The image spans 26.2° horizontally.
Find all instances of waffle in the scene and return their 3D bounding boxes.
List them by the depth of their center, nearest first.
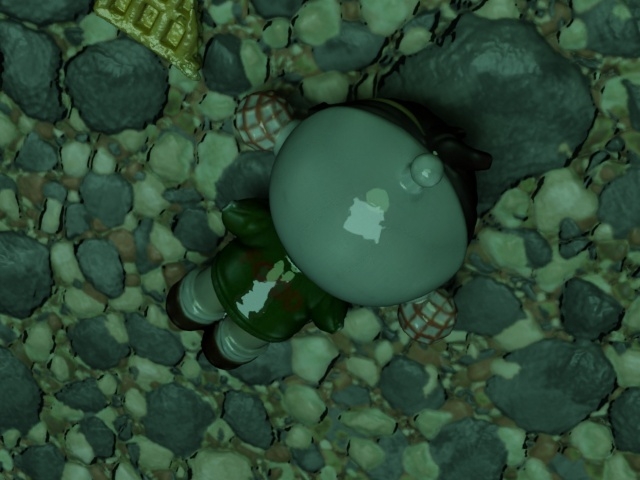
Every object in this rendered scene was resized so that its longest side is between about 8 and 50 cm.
[{"bbox_3d":[-0.114,-0.248,1.210,0.125,0.032,0.191,35,121,-1],"label":"waffle"}]

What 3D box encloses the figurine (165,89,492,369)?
[{"bbox_3d":[0.000,0.000,1.229,0.281,0.167,0.370,50,130,-5],"label":"figurine"}]
